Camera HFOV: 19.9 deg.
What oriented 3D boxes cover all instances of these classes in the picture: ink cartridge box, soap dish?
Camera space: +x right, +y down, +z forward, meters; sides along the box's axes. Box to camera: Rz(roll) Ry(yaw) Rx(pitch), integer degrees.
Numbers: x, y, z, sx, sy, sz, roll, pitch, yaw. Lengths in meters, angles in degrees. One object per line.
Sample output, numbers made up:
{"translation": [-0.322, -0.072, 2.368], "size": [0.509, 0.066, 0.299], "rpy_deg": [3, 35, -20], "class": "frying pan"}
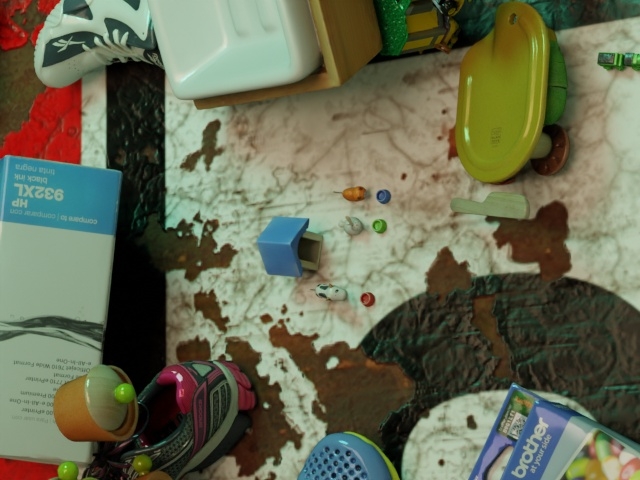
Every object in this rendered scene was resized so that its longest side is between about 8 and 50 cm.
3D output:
{"translation": [-0.309, 0.079, 1.935], "size": [0.223, 0.129, 0.307], "rpy_deg": [169, 108, -70], "class": "ink cartridge box"}
{"translation": [-0.065, -0.257, 1.822], "size": [0.291, 0.118, 0.229], "rpy_deg": [-2, 105, 58], "class": "soap dish"}
{"translation": [0.255, 0.272, 1.660], "size": [0.311, 0.065, 0.185], "rpy_deg": [28, 96, 33], "class": "ink cartridge box"}

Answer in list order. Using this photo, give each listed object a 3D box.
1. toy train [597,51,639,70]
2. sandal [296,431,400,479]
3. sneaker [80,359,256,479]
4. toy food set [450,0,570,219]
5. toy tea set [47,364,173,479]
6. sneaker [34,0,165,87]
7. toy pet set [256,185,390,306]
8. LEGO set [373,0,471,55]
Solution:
{"translation": [0.301, -0.170, 1.724], "size": [0.083, 0.024, 0.017], "rpy_deg": [5, 85, 32], "class": "toy train"}
{"translation": [-0.011, 0.340, 1.767], "size": [0.126, 0.138, 0.317], "rpy_deg": [13, 87, 34], "class": "sandal"}
{"translation": [-0.200, 0.237, 1.913], "size": [0.121, 0.112, 0.299], "rpy_deg": [44, 106, 29], "class": "sneaker"}
{"translation": [0.195, -0.119, 1.762], "size": [0.128, 0.071, 0.218], "rpy_deg": [-5, 76, 55], "class": "toy food set"}
{"translation": [-0.164, 0.282, 1.765], "size": [0.124, 0.200, 0.336], "rpy_deg": [-14, 110, 27], "class": "toy tea set"}
{"translation": [-0.207, -0.216, 2.000], "size": [0.235, 0.094, 0.153], "rpy_deg": [-36, 56, 11], "class": "sneaker"}
{"translation": [0.000, 0.000, 1.856], "size": [0.114, 0.065, 0.122], "rpy_deg": [5, 84, 32], "class": "toy pet set"}
{"translation": [0.109, -0.353, 1.817], "size": [0.331, 0.192, 0.255], "rpy_deg": [50, 137, 31], "class": "LEGO set"}
